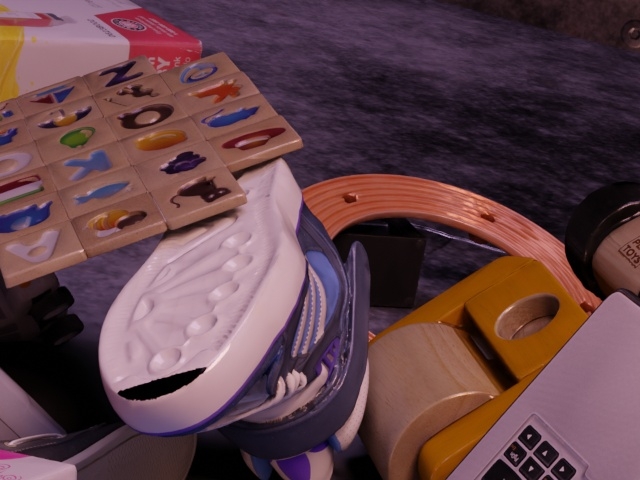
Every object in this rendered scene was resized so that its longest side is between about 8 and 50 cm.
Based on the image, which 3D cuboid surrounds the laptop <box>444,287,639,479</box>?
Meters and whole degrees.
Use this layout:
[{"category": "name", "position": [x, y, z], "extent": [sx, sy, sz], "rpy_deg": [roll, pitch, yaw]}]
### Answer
[{"category": "laptop", "position": [0.068, 0.195, 1.019], "extent": [0.236, 0.408, 0.382], "rpy_deg": [39, 3, -31]}]

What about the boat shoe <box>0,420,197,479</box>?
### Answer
[{"category": "boat shoe", "position": [-0.168, 0.153, 1.216], "extent": [0.079, 0.084, 0.233], "rpy_deg": [23, 20, 30]}]

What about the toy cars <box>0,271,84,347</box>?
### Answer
[{"category": "toy cars", "position": [-0.291, -0.001, 1.529], "extent": [0.087, 0.176, 0.393], "rpy_deg": [-30, 30, -10]}]

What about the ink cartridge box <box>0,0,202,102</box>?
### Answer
[{"category": "ink cartridge box", "position": [-0.364, -0.182, 1.962], "extent": [0.384, 0.160, 0.279], "rpy_deg": [-2, 23, -34]}]

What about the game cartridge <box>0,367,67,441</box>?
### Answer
[{"category": "game cartridge", "position": [-0.306, 0.052, 1.312], "extent": [0.062, 0.198, 0.297], "rpy_deg": [-43, 41, -12]}]

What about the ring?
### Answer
[{"category": "ring", "position": [0.106, 0.052, 1.624], "extent": [0.336, 0.032, 0.337], "rpy_deg": [13, 35, -10]}]

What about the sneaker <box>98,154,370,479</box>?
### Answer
[{"category": "sneaker", "position": [-0.035, 0.101, 1.249], "extent": [0.130, 0.236, 0.323], "rpy_deg": [-16, 25, 15]}]

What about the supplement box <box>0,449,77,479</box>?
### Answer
[{"category": "supplement box", "position": [-0.243, 0.192, 0.991], "extent": [0.111, 0.114, 0.220], "rpy_deg": [5, 14, 37]}]

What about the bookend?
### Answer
[{"category": "bookend", "position": [0.000, 0.000, 1.775], "extent": [0.156, 0.072, 0.157], "rpy_deg": [4, 20, -19]}]

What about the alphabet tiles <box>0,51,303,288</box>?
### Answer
[{"category": "alphabet tiles", "position": [-0.176, -0.062, 1.361], "extent": [0.285, 0.011, 0.342], "rpy_deg": [-20, 26, -9]}]

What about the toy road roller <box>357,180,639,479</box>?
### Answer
[{"category": "toy road roller", "position": [0.210, 0.135, 1.388], "extent": [0.329, 0.241, 0.202], "rpy_deg": [-29, 25, -1]}]
